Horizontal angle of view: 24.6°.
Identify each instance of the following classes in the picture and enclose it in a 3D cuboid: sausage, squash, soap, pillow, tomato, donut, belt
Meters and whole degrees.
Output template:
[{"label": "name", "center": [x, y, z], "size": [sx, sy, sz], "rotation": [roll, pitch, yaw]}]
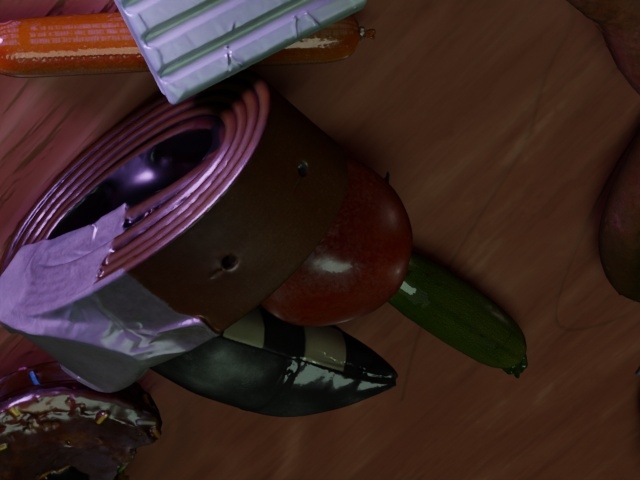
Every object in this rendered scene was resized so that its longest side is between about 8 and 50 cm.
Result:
[{"label": "sausage", "center": [-0.123, -0.173, 1.263], "size": [0.347, 0.053, 0.053], "rotation": [-4, 128, -10]}, {"label": "squash", "center": [0.146, 0.077, 1.519], "size": [0.252, 0.066, 0.066], "rotation": [33, 114, -34]}, {"label": "soap", "center": [-0.065, -0.210, 1.202], "size": [0.198, 0.066, 0.119], "rotation": [-27, 110, -4]}, {"label": "pillow", "center": [-0.072, 0.113, 1.444], "size": [0.249, 0.106, 0.186], "rotation": [17, 167, -24]}, {"label": "tomato", "center": [0.000, 0.000, 1.361], "size": [0.167, 0.167, 0.167], "rotation": [-7, 129, -8]}, {"label": "donut", "center": [-0.271, 0.218, 1.511], "size": [0.216, 0.096, 0.230], "rotation": [-4, 129, -8]}, {"label": "belt", "center": [-0.137, -0.006, 1.285], "size": [0.338, 0.217, 0.122], "rotation": [-32, 129, 24]}]

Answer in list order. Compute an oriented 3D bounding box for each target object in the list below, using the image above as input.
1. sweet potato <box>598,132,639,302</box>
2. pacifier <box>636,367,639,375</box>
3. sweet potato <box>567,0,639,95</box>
[{"label": "sweet potato", "center": [0.337, -0.009, 1.490], "size": [0.108, 0.079, 0.346], "rotation": [-20, 134, -14]}, {"label": "pacifier", "center": [0.513, 0.226, 1.635], "size": [0.220, 0.273, 0.332], "rotation": [1, 130, -35]}, {"label": "sweet potato", "center": [0.305, -0.204, 1.299], "size": [0.131, 0.131, 0.336], "rotation": [-38, 126, 16]}]
